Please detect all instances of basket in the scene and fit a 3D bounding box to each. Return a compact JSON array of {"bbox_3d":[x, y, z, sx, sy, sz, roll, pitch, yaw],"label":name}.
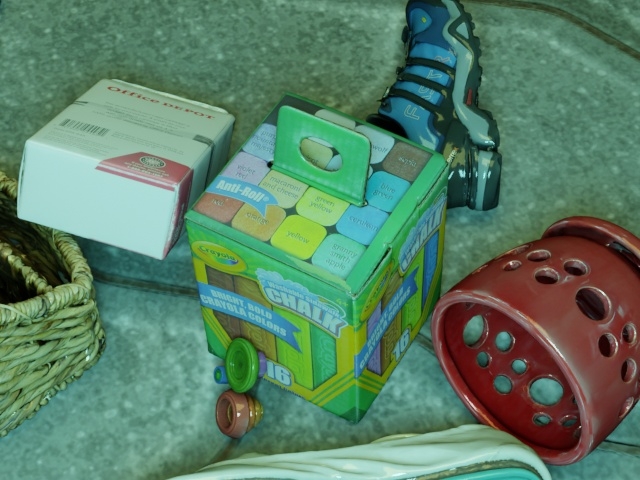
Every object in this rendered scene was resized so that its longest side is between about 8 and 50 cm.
[{"bbox_3d":[-0.357,0.009,1.236,0.213,0.223,0.299,-38,59,-23],"label":"basket"}]

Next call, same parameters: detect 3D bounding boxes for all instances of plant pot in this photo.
[{"bbox_3d":[0.224,0.080,1.173,0.174,0.191,0.191,-37,60,-26],"label":"plant pot"}]

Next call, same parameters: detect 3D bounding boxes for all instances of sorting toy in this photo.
[{"bbox_3d":[-0.070,0.138,1.216,0.042,0.102,0.061,2,24,-35],"label":"sorting toy"}]

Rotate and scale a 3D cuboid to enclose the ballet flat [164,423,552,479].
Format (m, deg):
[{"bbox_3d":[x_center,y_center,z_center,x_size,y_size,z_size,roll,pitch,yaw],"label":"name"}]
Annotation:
[{"bbox_3d":[0.000,0.233,1.122,0.400,0.139,0.139,-7,53,-7],"label":"ballet flat"}]

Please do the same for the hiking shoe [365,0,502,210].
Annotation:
[{"bbox_3d":[0.112,-0.163,1.408,0.132,0.113,0.304,-6,53,-3],"label":"hiking shoe"}]

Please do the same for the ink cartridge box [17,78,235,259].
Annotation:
[{"bbox_3d":[-0.193,-0.080,1.309,0.158,0.092,0.218,16,27,5],"label":"ink cartridge box"}]

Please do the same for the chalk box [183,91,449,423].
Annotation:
[{"bbox_3d":[0.000,0.000,1.181,0.180,0.289,0.179,24,58,20],"label":"chalk box"}]
